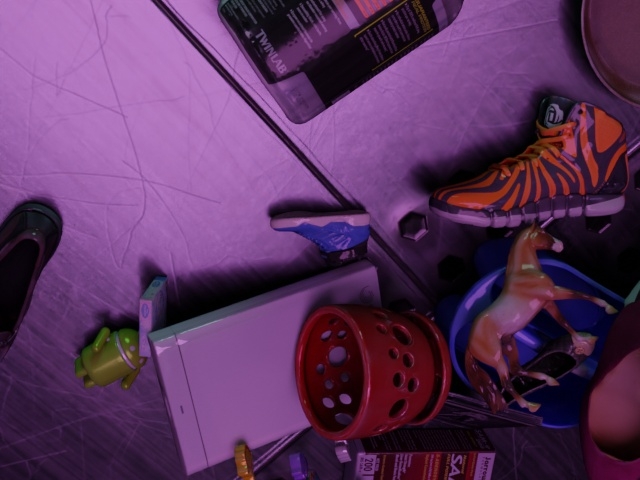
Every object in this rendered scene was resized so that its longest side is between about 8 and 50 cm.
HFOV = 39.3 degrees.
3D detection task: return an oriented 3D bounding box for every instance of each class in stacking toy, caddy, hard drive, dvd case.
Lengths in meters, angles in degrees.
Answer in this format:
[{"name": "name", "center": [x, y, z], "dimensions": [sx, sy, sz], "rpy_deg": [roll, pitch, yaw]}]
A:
[{"name": "stacking toy", "center": [-0.023, 0.363, 1.383], "dimensions": [0.167, 0.052, 0.221], "rpy_deg": [-13, 140, 6]}, {"name": "caddy", "center": [0.345, 0.149, 1.394], "dimensions": [0.341, 0.179, 0.241], "rpy_deg": [28, 104, -20]}, {"name": "hard drive", "center": [-0.064, 0.189, 1.354], "dimensions": [0.353, 0.047, 0.232], "rpy_deg": [-18, 115, -20]}, {"name": "dvd case", "center": [0.218, 0.270, 1.411], "dimensions": [0.165, 0.221, 0.018], "rpy_deg": [17, 72, -17]}]

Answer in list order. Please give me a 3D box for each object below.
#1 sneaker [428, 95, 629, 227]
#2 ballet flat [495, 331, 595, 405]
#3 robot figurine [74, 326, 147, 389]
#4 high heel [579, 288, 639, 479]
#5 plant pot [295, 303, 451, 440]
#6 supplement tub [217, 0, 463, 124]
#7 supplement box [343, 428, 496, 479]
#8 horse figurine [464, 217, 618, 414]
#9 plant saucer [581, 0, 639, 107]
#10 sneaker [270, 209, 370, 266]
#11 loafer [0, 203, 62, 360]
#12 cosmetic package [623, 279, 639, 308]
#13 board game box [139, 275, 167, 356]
[{"name": "sneaker", "center": [0.309, -0.123, 1.325], "dimensions": [0.321, 0.124, 0.180], "rpy_deg": [-8, 108, -19]}, {"name": "ballet flat", "center": [0.324, 0.189, 1.287], "dimensions": [0.057, 0.049, 0.173], "rpy_deg": [43, 118, -12]}, {"name": "robot figurine", "center": [-0.309, 0.174, 1.338], "dimensions": [0.115, 0.067, 0.101], "rpy_deg": [-27, 123, 1]}, {"name": "high heel", "center": [0.418, 0.242, 1.248], "dimensions": [0.127, 0.181, 0.377], "rpy_deg": [12, 119, 24]}, {"name": "plant pot", "center": [0.082, 0.185, 1.288], "dimensions": [0.174, 0.191, 0.191], "rpy_deg": [1, 112, -30]}, {"name": "supplement tub", "center": [0.044, -0.309, 1.150], "dimensions": [0.316, 0.193, 0.193], "rpy_deg": [-33, 113, 3]}, {"name": "supplement box", "center": [0.164, 0.391, 1.511], "dimensions": [0.240, 0.073, 0.130], "rpy_deg": [1, 111, -12]}, {"name": "horse figurine", "center": [0.284, 0.121, 1.254], "dimensions": [0.174, 0.066, 0.263], "rpy_deg": [40, 103, 20]}, {"name": "plant saucer", "center": [0.517, -0.346, 1.305], "dimensions": [0.311, 0.050, 0.310], "rpy_deg": [-4, 112, -10]}, {"name": "sneaker", "center": [0.000, 0.000, 1.334], "dimensions": [0.152, 0.058, 0.084], "rpy_deg": [-3, 103, -17]}, {"name": "loafer", "center": [-0.462, 0.089, 1.260], "dimensions": [0.109, 0.095, 0.302], "rpy_deg": [27, 104, -19]}, {"name": "cosmetic package", "center": [0.738, 0.142, 1.331], "dimensions": [0.327, 0.329, 0.393], "rpy_deg": [-46, 114, -22]}, {"name": "board game box", "center": [-0.245, 0.110, 1.313], "dimensions": [0.020, 0.090, 0.090], "rpy_deg": [6, 110, 3]}]
